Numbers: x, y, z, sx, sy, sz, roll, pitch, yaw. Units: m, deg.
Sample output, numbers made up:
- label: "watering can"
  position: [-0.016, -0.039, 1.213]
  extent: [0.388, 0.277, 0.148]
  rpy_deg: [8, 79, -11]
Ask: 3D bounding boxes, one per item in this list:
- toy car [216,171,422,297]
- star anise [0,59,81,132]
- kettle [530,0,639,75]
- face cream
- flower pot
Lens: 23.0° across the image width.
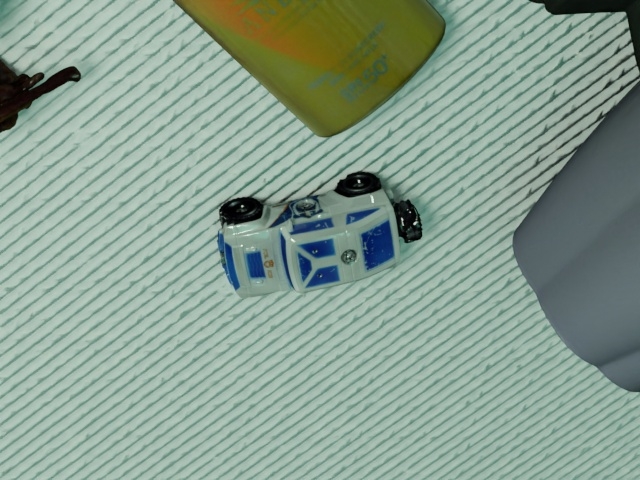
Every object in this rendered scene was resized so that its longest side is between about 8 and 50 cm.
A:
- label: "toy car"
  position: [0.000, 0.000, 1.323]
  extent: [0.170, 0.070, 0.080]
  rpy_deg: [-12, 122, -4]
- label: "star anise"
  position: [-0.318, -0.119, 1.154]
  extent: [0.220, 0.126, 0.190]
  rpy_deg: [-33, 118, 13]
- label: "kettle"
  position: [0.307, -0.246, 1.129]
  extent: [0.308, 0.262, 0.203]
  rpy_deg: [1, 141, -15]
- label: "face cream"
  position: [-0.041, -0.208, 1.187]
  extent: [0.139, 0.067, 0.285]
  rpy_deg: [-42, 120, 11]
- label: "flower pot"
  position: [0.299, -0.016, 1.288]
  extent: [0.243, 0.265, 0.265]
  rpy_deg: [-36, 122, 26]
